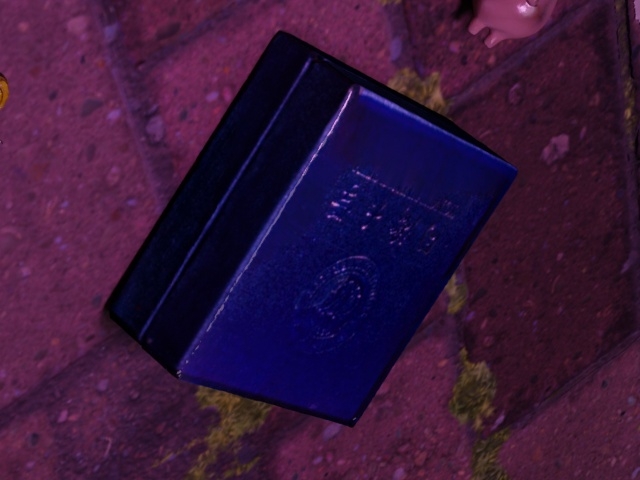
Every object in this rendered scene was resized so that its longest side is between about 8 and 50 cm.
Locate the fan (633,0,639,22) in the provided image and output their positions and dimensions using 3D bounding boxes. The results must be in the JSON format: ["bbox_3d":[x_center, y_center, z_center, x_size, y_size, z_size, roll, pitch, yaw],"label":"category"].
[{"bbox_3d":[0.425,-0.301,1.935,0.329,0.009,0.190,-28,137,-22],"label":"fan"}]

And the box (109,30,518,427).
[{"bbox_3d":[0.000,0.000,1.681,0.261,0.116,0.279,22,102,-51],"label":"box"}]

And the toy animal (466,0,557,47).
[{"bbox_3d":[0.178,-0.232,1.697,0.150,0.089,0.083,-58,163,6],"label":"toy animal"}]

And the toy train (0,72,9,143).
[{"bbox_3d":[-0.273,-0.048,1.402,0.081,0.060,0.202,-8,125,-34],"label":"toy train"}]
